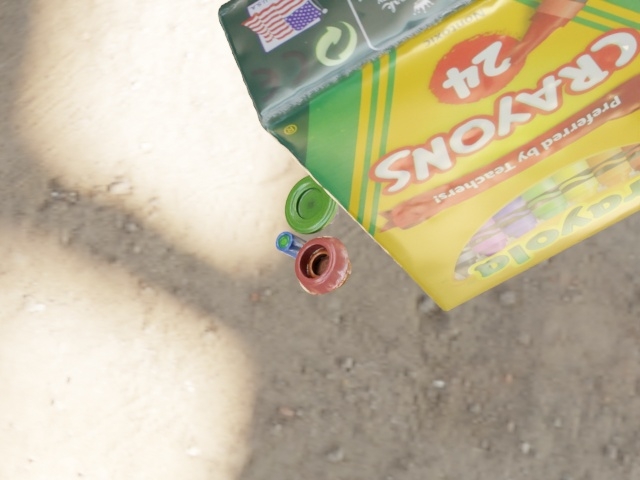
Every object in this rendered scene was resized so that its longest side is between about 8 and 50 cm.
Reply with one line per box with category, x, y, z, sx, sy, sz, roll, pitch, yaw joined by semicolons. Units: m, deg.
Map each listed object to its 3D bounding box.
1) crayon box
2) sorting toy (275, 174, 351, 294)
crayon box;0.108;-0.071;0.796;0.318;0.202;0.081;42;22;-57
sorting toy;0.000;0.000;1.168;0.042;0.061;0.102;27;52;-51
